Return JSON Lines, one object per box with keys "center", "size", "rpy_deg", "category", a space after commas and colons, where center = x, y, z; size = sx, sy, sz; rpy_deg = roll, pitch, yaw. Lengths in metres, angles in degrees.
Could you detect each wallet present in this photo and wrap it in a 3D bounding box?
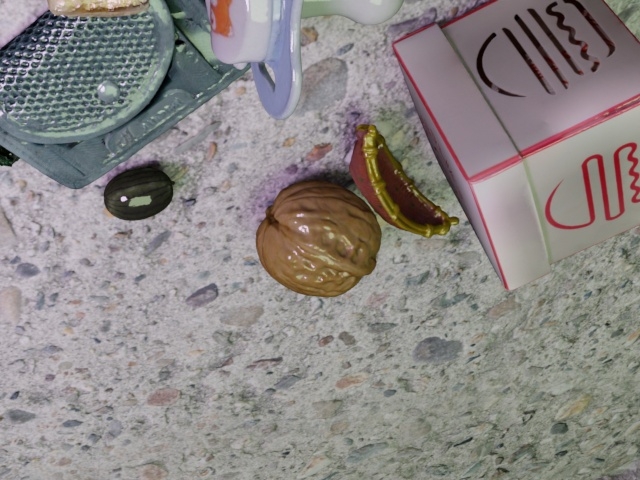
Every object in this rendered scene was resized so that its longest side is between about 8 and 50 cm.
{"center": [-0.282, -0.212, 1.133], "size": [0.342, 0.075, 0.237], "rpy_deg": [-33, 139, 12], "category": "wallet"}

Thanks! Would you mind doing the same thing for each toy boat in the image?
{"center": [0.124, -0.093, 1.436], "size": [0.099, 0.141, 0.318], "rpy_deg": [-21, 142, 24], "category": "toy boat"}

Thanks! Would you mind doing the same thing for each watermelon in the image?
{"center": [-0.273, -0.071, 1.299], "size": [0.111, 0.078, 0.078], "rpy_deg": [-17, 142, -10], "category": "watermelon"}

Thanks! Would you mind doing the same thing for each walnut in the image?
{"center": [0.000, 0.000, 1.436], "size": [0.213, 0.213, 0.213], "rpy_deg": [-15, 141, -12], "category": "walnut"}

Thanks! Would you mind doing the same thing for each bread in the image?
{"center": [-0.259, -0.311, 0.988], "size": [0.125, 0.082, 0.106], "rpy_deg": [-6, 106, -4], "category": "bread"}

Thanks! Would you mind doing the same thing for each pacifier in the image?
{"center": [-0.015, -0.296, 1.003], "size": [0.233, 0.244, 0.299], "rpy_deg": [-5, 130, -14], "category": "pacifier"}

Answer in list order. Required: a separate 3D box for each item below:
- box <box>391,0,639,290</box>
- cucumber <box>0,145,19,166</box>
{"center": [0.328, -0.169, 1.302], "size": [0.300, 0.314, 0.312], "rpy_deg": [-25, 142, 6], "category": "box"}
{"center": [-0.496, -0.154, 1.108], "size": [0.044, 0.043, 0.257], "rpy_deg": [-34, 143, 20], "category": "cucumber"}
